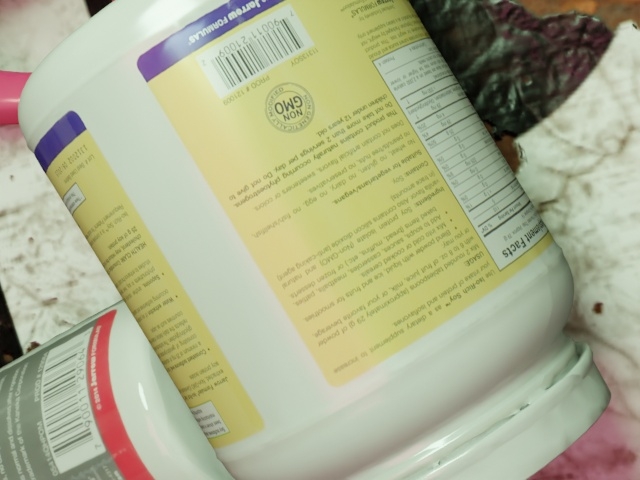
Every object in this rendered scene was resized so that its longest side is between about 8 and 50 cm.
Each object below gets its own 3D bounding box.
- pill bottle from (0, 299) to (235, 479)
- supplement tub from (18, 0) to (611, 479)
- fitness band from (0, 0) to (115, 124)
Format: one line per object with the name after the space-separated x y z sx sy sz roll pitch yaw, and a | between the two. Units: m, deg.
-0.183 0.166 0.999 0.318 0.176 0.176 -28 91 26 | pill bottle
0.000 0.000 0.845 0.241 0.241 0.331 -31 91 26 | supplement tub
-0.198 -0.172 0.889 0.291 0.209 0.054 116 150 -56 | fitness band
